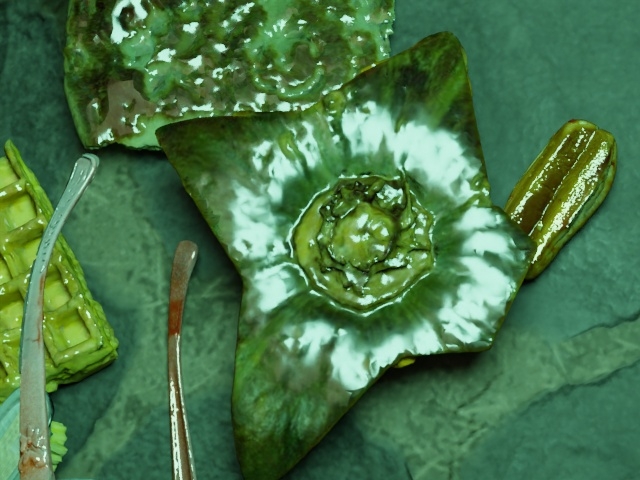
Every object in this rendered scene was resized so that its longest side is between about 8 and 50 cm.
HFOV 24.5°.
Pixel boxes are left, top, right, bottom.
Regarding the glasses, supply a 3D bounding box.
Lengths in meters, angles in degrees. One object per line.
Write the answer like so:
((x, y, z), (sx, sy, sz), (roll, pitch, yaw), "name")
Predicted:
((-0.155, 0.105, 1.054), (0.118, 0.234, 0.268), (-17, 63, 18), "glasses")

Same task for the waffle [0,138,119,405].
((-0.301, 0.047, 1.175), (0.219, 0.057, 0.229), (-30, 71, 0), "waffle")

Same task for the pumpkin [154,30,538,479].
((0.024, 0.010, 1.097), (0.258, 0.095, 0.290), (-18, 79, 2), "pumpkin")

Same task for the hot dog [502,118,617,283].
((0.177, -0.026, 1.128), (0.062, 0.038, 0.144), (31, 84, 19), "hot dog")

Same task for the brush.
((-0.283, 0.236, 1.124), (0.297, 0.060, 0.068), (-50, 47, 5), "brush")

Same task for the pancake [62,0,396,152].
((-0.048, -0.252, 1.230), (0.305, 0.067, 0.427), (11, 75, 5), "pancake")
